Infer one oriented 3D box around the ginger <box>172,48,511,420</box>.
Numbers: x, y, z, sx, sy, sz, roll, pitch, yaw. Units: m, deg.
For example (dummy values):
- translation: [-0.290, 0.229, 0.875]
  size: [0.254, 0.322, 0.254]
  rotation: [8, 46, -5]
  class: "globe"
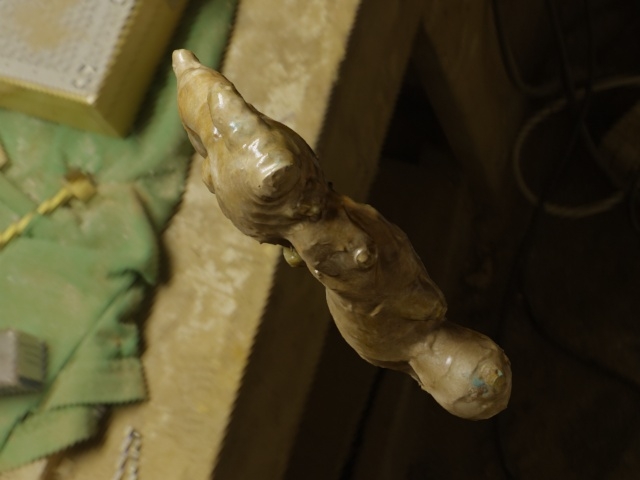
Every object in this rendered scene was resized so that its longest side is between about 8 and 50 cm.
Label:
- translation: [0.000, 0.000, 0.659]
  size: [0.193, 0.176, 0.052]
  rotation: [42, 88, 21]
  class: "ginger"
